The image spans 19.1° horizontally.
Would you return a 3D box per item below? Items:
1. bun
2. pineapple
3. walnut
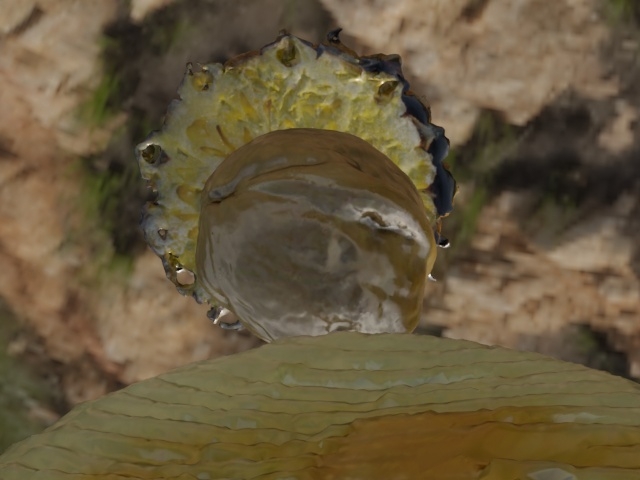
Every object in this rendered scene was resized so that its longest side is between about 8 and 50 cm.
[{"bbox_3d":[0.000,0.124,0.508,0.244,0.244,0.153,-2,104,17],"label":"bun"},{"bbox_3d":[-0.023,-0.055,1.604,0.262,0.271,0.262,0,95,-3],"label":"pineapple"},{"bbox_3d":[0.000,0.000,1.227,0.166,0.166,0.149,31,139,-17],"label":"walnut"}]
